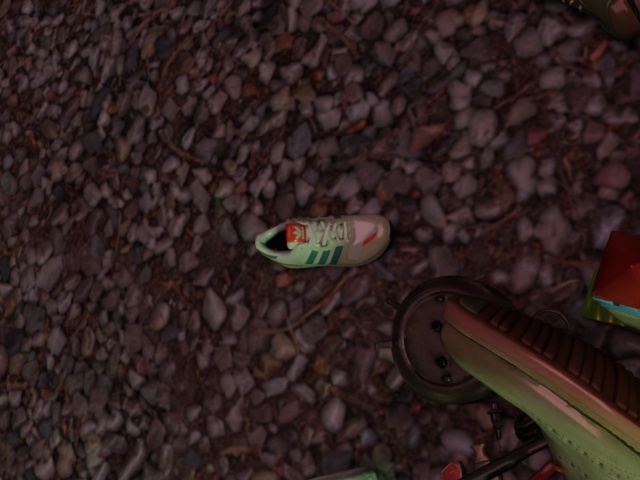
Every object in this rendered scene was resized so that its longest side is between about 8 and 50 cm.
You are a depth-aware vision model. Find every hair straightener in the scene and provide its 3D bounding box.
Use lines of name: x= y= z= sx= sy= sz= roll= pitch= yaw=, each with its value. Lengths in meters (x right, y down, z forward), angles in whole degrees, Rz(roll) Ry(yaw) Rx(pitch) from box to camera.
hair straightener: x=0.194 y=0.187 z=0.741 sx=0.230 sy=0.047 sz=0.089 roll=-41 pitch=64 yaw=10

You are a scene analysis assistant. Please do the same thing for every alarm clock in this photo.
alarm clock: x=0.153 y=0.097 z=0.787 sx=0.192 sy=0.064 sz=0.129 roll=-11 pitch=75 yaw=25

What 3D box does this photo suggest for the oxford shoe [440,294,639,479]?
oxford shoe: x=0.242 y=0.198 z=0.642 sx=0.397 sy=0.140 sz=0.146 roll=39 pitch=110 yaw=18

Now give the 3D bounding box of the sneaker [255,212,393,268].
sneaker: x=0.000 y=0.000 z=0.882 sx=0.161 sy=0.075 sz=0.057 roll=-8 pitch=77 yaw=29

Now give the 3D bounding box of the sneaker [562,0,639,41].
sneaker: x=0.252 y=-0.267 z=0.797 sx=0.086 sy=0.064 sz=0.192 roll=-30 pitch=67 yaw=30

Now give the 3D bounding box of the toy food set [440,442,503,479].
toy food set: x=0.153 y=0.271 z=0.776 sx=0.078 sy=0.019 sz=0.122 roll=-30 pitch=67 yaw=22

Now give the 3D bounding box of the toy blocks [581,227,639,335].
toy blocks: x=0.363 y=0.053 z=0.547 sx=0.381 sy=0.261 sz=0.191 roll=18 pitch=86 yaw=30

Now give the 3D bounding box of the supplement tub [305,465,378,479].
supplement tub: x=0.023 y=0.334 z=0.784 sx=0.117 sy=0.117 sz=0.190 roll=-24 pitch=71 yaw=25
